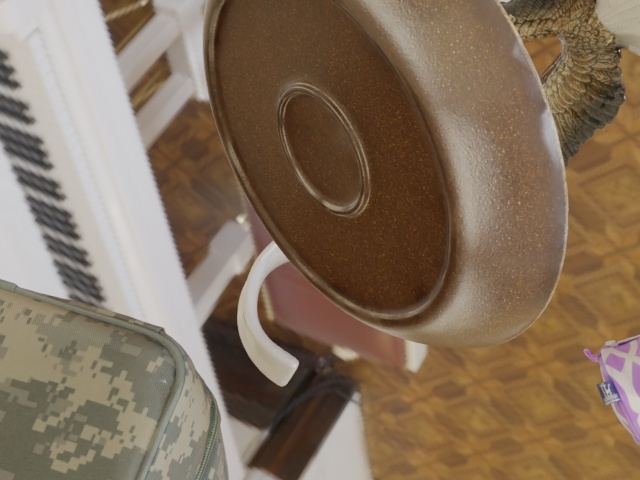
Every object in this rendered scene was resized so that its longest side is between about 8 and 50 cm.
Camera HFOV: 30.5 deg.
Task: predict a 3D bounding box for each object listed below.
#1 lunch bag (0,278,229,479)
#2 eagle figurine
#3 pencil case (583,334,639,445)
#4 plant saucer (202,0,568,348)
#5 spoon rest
[{"bbox_3d":[-0.214,0.167,0.807,0.305,0.212,0.256,13,155,13],"label":"lunch bag"},{"bbox_3d":[0.269,-0.224,1.325,0.298,0.226,0.225,-33,150,24],"label":"eagle figurine"},{"bbox_3d":[0.311,0.083,0.902,0.206,0.088,0.086,-24,151,6],"label":"pencil case"},{"bbox_3d":[0.016,-0.062,0.711,0.310,0.050,0.310,41,147,34],"label":"plant saucer"},{"bbox_3d":[0.000,0.000,1.107,0.084,0.276,0.137,30,150,0],"label":"spoon rest"}]
